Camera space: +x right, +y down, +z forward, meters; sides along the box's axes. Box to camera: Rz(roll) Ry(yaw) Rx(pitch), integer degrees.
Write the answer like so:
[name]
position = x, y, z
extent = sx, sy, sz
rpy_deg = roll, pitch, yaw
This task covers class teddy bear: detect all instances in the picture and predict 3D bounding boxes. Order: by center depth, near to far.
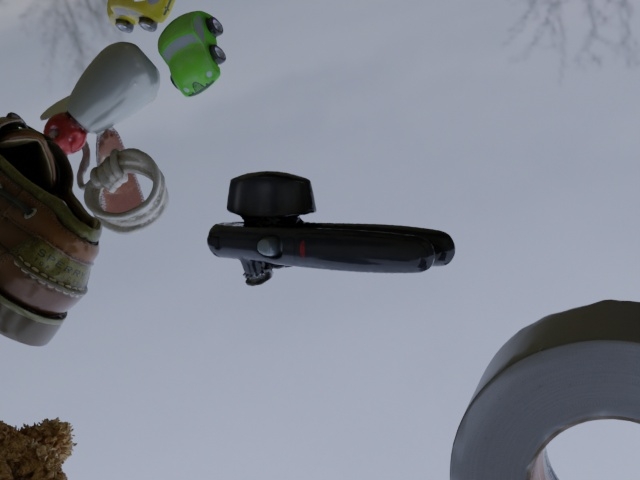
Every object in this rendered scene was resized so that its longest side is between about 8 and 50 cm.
[teddy bear]
position = -0.396, 0.254, 1.473
extent = 0.245, 0.113, 0.338
rpy_deg = -1, -159, -25

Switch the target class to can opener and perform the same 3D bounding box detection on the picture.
[can opener]
position = 0.000, 0.000, 0.805
extent = 0.186, 0.073, 0.059
rpy_deg = 11, -157, 41

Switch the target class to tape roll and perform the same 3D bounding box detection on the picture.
[tape roll]
position = 0.199, 0.152, 0.823
extent = 0.219, 0.219, 0.072
rpy_deg = -12, -166, 22

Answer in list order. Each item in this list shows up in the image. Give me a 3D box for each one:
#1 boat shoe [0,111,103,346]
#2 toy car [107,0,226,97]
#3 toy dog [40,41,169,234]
[boat shoe]
position = -0.242, -0.043, 0.975
extent = 0.104, 0.110, 0.307
rpy_deg = -53, -135, 11
[toy car]
position = -0.144, -0.251, 1.323
extent = 0.239, 0.053, 0.225
rpy_deg = -30, -131, 25
[toy dog]
position = -0.283, -0.059, 1.353
extent = 0.333, 0.220, 0.161
rpy_deg = -23, 164, 18
